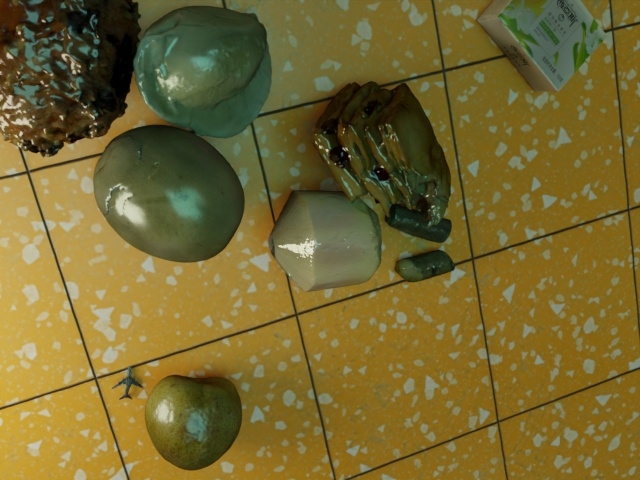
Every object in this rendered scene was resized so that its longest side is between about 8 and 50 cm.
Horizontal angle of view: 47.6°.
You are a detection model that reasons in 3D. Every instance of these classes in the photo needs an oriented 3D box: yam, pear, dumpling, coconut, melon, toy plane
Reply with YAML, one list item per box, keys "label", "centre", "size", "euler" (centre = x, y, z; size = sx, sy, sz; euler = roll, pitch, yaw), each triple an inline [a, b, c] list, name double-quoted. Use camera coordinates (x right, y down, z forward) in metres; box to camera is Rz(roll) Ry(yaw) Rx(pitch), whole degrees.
- label: "yam"
  centre: [0.245, -0.041, 1.826]
  size: [0.169, 0.068, 0.068]
  euler: [14, 98, -20]
- label: "yam"
  centre: [0.267, 0.067, 1.856]
  size: [0.146, 0.070, 0.070]
  euler: [-14, 106, -16]
- label: "pear"
  centre: [-0.297, 0.422, 1.690]
  size: [0.228, 0.188, 0.211]
  euler: [9, 87, -19]
- label: "dumpling"
  centre: [-0.229, -0.371, 1.496]
  size: [0.320, 0.212, 0.270]
  euler: [-11, 76, -16]
- label: "coconut"
  centre: [0.000, 0.000, 1.673]
  size: [0.244, 0.239, 0.239]
  euler: [-1, 103, -17]
- label: "melon"
  centre: [-0.320, -0.103, 1.527]
  size: [0.330, 0.268, 0.268]
  euler: [31, 92, -2]
- label: "toy plane"
  centre: [-0.454, 0.337, 1.710]
  size: [0.078, 0.024, 0.084]
  euler: [7, 101, -38]

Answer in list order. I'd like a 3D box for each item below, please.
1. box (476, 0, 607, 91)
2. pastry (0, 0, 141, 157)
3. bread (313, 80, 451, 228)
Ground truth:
- label: "box"
  centre: [0.546, -0.525, 1.791]
  size: [0.260, 0.111, 0.194]
  euler: [41, 87, -19]
- label: "pastry"
  centre: [-0.510, -0.384, 1.382]
  size: [0.337, 0.292, 0.405]
  euler: [-21, 102, 5]
- label: "bread"
  centre: [0.172, -0.190, 1.638]
  size: [0.191, 0.314, 0.370]
  euler: [-30, 111, 32]
